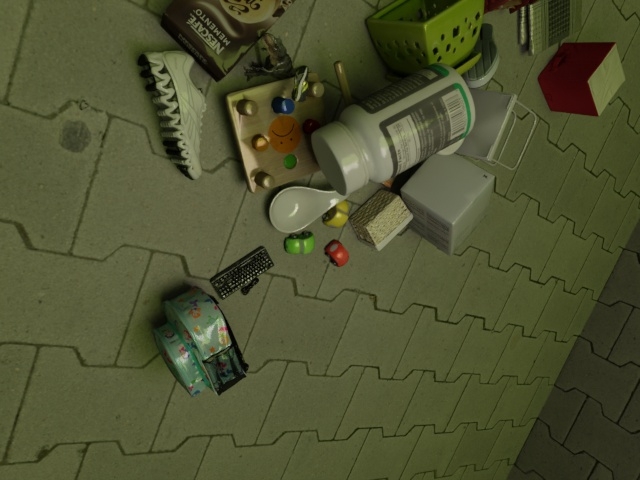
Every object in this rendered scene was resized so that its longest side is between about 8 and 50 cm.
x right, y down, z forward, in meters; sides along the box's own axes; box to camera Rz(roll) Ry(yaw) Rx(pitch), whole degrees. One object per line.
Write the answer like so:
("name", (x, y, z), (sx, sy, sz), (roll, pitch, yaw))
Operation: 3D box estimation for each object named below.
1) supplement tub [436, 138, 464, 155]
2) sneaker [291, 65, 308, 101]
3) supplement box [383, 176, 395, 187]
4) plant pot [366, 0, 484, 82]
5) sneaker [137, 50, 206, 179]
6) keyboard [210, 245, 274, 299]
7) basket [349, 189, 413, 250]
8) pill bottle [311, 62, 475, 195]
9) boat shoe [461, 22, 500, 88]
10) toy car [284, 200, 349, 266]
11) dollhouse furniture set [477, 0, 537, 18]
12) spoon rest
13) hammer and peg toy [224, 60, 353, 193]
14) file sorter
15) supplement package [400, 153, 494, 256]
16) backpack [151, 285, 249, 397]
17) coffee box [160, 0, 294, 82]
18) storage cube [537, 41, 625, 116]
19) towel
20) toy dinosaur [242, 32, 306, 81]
("supplement tub", (0.318, -0.341, 1.325), (0.144, 0.200, 0.144), (-13, 116, -28))
("sneaker", (-0.043, -0.364, 1.034), (0.035, 0.031, 0.083), (4, 110, -48))
("supplement box", (0.214, -0.226, 1.408), (0.062, 0.036, 0.098), (21, 98, -37))
("plant pot", (0.297, -0.547, 1.216), (0.227, 0.228, 0.207), (-37, 131, -16))
("sneaker", (-0.308, -0.281, 1.007), (0.118, 0.110, 0.292), (-27, 123, -32))
("keyboard", (-0.216, 0.105, 1.276), (0.180, 0.023, 0.108), (-34, 125, -16))
("basket", (0.189, -0.069, 1.411), (0.167, 0.113, 0.103), (-44, 125, -11))
("pill bottle", (0.173, -0.267, 1.084), (0.361, 0.204, 0.204), (-29, 123, -10))
("boat shoe", (0.492, -0.545, 1.345), (0.094, 0.109, 0.302), (58, 41, -43))
("toy car", (0.000, 0.000, 1.353), (0.225, 0.053, 0.239), (-15, 117, -28))
("dollhouse furniture set", (0.528, -0.873, 1.299), (0.201, 0.152, 0.374), (-19, 102, -25))
("spoon rest", (-0.022, -0.115, 1.272), (0.276, 0.084, 0.137), (-27, 122, -22))
("hammer and peg toy", (-0.053, -0.299, 1.147), (0.361, 0.127, 0.266), (-25, 119, -23))
("file sorter", (0.487, -0.349, 1.390), (0.173, 0.278, 0.193), (11, 103, -40))
("supplement package", (0.402, -0.120, 1.418), (0.199, 0.198, 0.262), (-47, 154, -8))
("backpack", (-0.318, 0.254, 1.147), (0.191, 0.225, 0.253), (-23, 117, -30))
("coffee box", (-0.180, -0.515, 0.958), (0.168, 0.119, 0.297), (42, 84, -24))
("storage cube", (0.970, -0.601, 1.648), (0.183, 0.193, 0.215), (-52, 129, -4))
("towel", (0.797, -0.840, 1.533), (0.312, 0.056, 0.324), (-32, 122, -22))
("toy dinosaur", (-0.113, -0.413, 1.045), (0.118, 0.268, 0.064), (-11, 98, 11))
